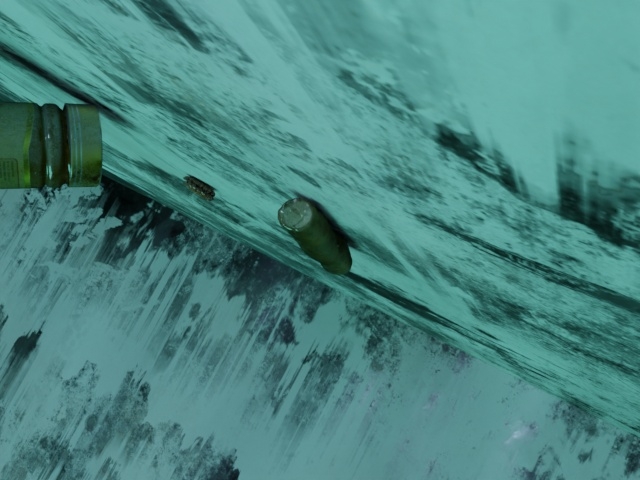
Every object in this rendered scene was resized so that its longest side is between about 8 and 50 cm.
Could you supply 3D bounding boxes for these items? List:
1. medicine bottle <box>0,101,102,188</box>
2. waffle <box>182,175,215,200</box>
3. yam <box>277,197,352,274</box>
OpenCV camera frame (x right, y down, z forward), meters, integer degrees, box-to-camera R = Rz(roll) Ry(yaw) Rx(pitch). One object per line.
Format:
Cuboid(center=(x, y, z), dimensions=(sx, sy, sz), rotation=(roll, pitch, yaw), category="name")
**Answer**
Cuboid(center=(-0.555, -0.165, 1.154), dimensions=(0.322, 0.151, 0.151), rotation=(-4, -172, -26), category="medicine bottle")
Cuboid(center=(-0.278, -0.120, 1.519), dimensions=(0.083, 0.029, 0.075), rotation=(31, 171, 3), category="waffle")
Cuboid(center=(0.000, 0.000, 1.151), dimensions=(0.071, 0.067, 0.317), rotation=(39, 176, 21), category="yam")
